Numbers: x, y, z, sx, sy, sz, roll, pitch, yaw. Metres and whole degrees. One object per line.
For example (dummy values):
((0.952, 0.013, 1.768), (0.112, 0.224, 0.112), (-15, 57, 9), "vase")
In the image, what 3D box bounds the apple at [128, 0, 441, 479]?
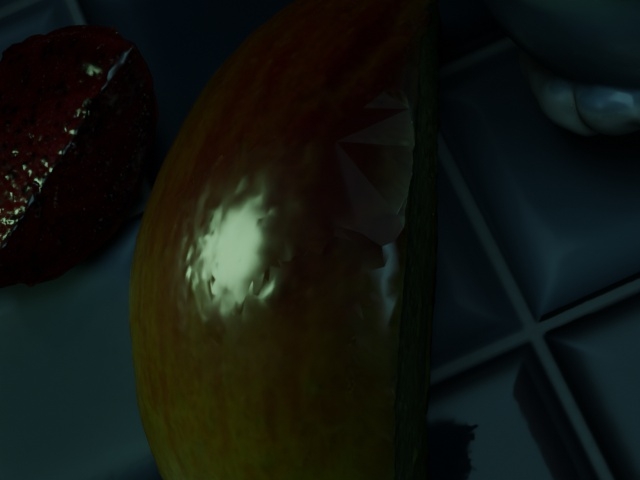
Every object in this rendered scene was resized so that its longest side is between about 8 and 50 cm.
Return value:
((0.000, 0.000, 0.801), (0.254, 0.179, 0.346), (-17, 58, 46), "apple")

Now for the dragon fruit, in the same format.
((-0.155, -0.051, 0.895), (0.106, 0.083, 0.162), (33, 95, 39), "dragon fruit")

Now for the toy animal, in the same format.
((0.155, -0.150, 0.812), (0.156, 0.204, 0.208), (-15, 47, 20), "toy animal")
